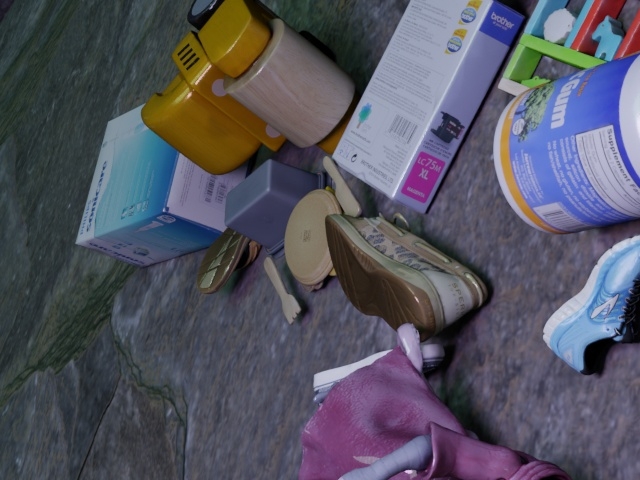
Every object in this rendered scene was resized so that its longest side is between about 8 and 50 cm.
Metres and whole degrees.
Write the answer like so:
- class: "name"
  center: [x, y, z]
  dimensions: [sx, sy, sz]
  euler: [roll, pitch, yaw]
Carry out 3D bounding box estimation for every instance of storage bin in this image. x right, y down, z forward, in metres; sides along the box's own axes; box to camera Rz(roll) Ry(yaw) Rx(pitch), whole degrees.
- class: "storage bin"
  center: [-0.061, -0.054, 2.050]
  dimensions: [0.135, 0.091, 0.098]
  euler: [-35, 41, 42]

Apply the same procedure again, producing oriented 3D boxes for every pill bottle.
- class: "pill bottle"
  center: [0.299, -0.097, 1.420]
  dimensions: [0.272, 0.152, 0.152]
  euler: [-16, 56, 55]

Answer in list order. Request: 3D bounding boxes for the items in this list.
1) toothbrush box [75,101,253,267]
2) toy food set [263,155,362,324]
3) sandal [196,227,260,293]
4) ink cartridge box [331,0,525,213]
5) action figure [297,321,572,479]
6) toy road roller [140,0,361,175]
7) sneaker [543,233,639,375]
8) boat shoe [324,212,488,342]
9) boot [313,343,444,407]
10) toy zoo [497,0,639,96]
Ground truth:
- class: "toothbrush box"
  center: [-0.230, -0.095, 2.321]
  dimensions: [0.295, 0.126, 0.216]
  euler: [-16, 57, 53]
- class: "toy food set"
  center: [0.000, 0.000, 1.950]
  dimensions: [0.192, 0.039, 0.132]
  euler: [-58, 39, 29]
- class: "sandal"
  center: [-0.108, 0.002, 2.139]
  dimensions: [0.072, 0.049, 0.180]
  euler: [-2, 53, 53]
- class: "ink cartridge box"
  center: [0.136, -0.202, 1.860]
  dimensions: [0.311, 0.065, 0.186]
  euler: [-65, 28, 8]
- class: "action figure"
  center: [0.144, 0.251, 1.460]
  dimensions: [0.276, 0.248, 0.370]
  euler: [-39, 24, -31]
- class: "toy road roller"
  center: [-0.105, -0.190, 2.059]
  dimensions: [0.240, 0.202, 0.329]
  euler: [-50, 25, 8]
- class: "sneaker"
  center: [0.282, 0.062, 1.449]
  dimensions: [0.162, 0.063, 0.073]
  euler: [-56, 48, 27]
- class: "boat shoe"
  center: [0.088, 0.035, 1.755]
  dimensions: [0.285, 0.089, 0.104]
  euler: [-139, 33, -58]
- class: "boot"
  center: [0.070, 0.172, 1.712]
  dimensions: [0.190, 0.069, 0.086]
  euler: [-24, 72, 46]
- class: "toy zoo"
  center: [0.310, -0.270, 1.651]
  dimensions: [0.293, 0.030, 0.192]
  euler: [-63, 29, 6]
